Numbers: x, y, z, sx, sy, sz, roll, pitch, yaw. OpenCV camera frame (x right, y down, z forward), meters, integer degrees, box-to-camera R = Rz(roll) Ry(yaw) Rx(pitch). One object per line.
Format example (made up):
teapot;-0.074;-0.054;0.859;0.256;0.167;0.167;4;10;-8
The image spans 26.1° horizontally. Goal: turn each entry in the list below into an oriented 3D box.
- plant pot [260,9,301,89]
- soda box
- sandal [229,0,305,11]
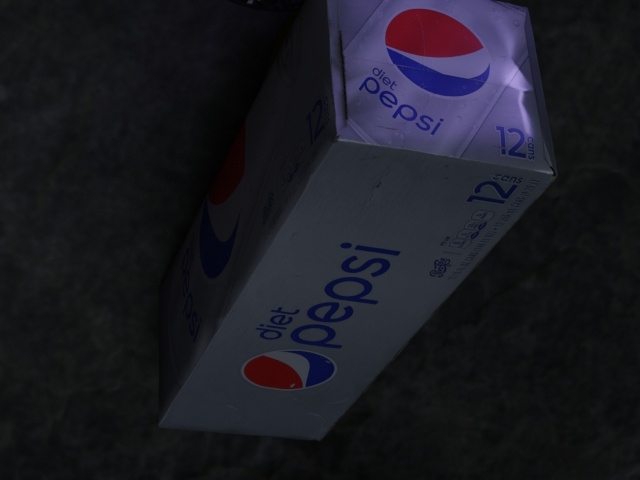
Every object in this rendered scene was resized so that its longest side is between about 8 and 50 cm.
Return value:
plant pot;0.017;-0.087;0.718;0.081;0.081;0.083;7;101;-17
soda box;0.000;0.000;0.658;0.098;0.091;0.286;8;148;-17
sandal;-0.077;-0.170;0.683;0.179;0.040;0.067;23;100;-8
